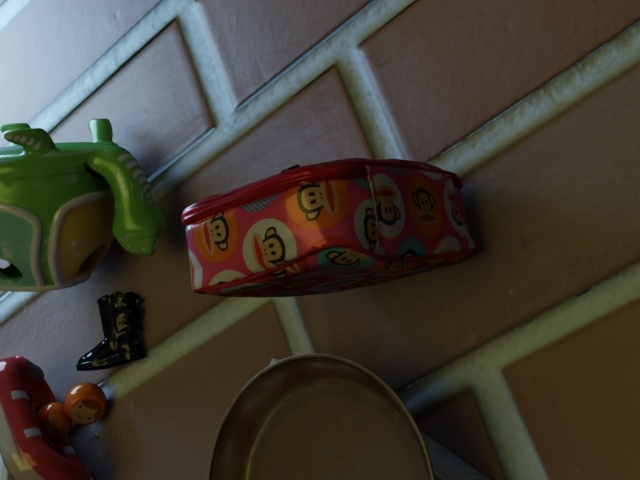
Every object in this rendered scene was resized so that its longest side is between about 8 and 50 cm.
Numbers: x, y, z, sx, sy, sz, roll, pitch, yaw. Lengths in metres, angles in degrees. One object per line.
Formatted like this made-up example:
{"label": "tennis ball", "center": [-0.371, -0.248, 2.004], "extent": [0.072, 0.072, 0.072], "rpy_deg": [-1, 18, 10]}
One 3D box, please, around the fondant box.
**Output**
{"label": "fondant box", "center": [0.038, 0.314, 1.251], "extent": [0.330, 0.096, 0.238], "rpy_deg": [31, 103, 37]}

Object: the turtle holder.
{"label": "turtle holder", "center": [-0.370, -0.051, 1.557], "extent": [0.320, 0.243, 0.227], "rpy_deg": [-4, 99, -1]}

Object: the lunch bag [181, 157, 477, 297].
{"label": "lunch bag", "center": [0.000, 0.000, 1.195], "extent": [0.258, 0.293, 0.120], "rpy_deg": [-18, 78, 35]}

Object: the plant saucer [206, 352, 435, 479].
{"label": "plant saucer", "center": [0.004, 0.277, 1.191], "extent": [0.310, 0.050, 0.310], "rpy_deg": [-5, 81, 37]}

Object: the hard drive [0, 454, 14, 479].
{"label": "hard drive", "center": [-0.539, 0.349, 1.735], "extent": [0.203, 0.040, 0.307], "rpy_deg": [5, 88, 38]}

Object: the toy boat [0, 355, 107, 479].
{"label": "toy boat", "center": [-0.373, 0.256, 1.573], "extent": [0.151, 0.151, 0.231], "rpy_deg": [-29, 64, 1]}

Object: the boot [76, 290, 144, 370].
{"label": "boot", "center": [-0.301, 0.129, 1.571], "extent": [0.121, 0.045, 0.099], "rpy_deg": [-17, 76, 28]}
